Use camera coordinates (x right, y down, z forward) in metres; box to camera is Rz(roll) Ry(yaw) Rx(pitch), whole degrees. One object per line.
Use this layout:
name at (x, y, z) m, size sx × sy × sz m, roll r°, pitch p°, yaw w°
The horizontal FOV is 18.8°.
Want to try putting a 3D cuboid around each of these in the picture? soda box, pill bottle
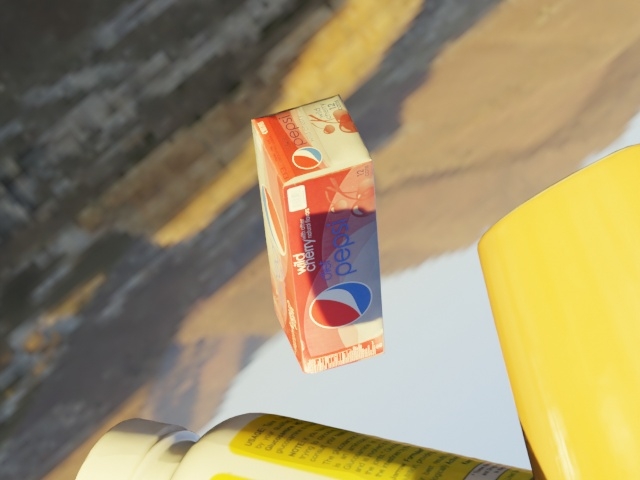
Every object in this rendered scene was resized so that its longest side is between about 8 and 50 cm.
soda box at (0.000, 0.000, 1.709) m, size 0.083 × 0.092 × 0.263 m, roll -17°, pitch 139°, yaw -11°
pill bottle at (0.010, 0.214, 1.232) m, size 0.188 × 0.334 × 0.188 m, roll 10°, pitch 90°, yaw -66°

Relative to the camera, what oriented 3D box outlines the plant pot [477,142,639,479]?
plant pot at (0.157, 0.057, 0.758) m, size 0.205 × 0.188 × 0.205 m, roll -25°, pitch 170°, yaw -5°
